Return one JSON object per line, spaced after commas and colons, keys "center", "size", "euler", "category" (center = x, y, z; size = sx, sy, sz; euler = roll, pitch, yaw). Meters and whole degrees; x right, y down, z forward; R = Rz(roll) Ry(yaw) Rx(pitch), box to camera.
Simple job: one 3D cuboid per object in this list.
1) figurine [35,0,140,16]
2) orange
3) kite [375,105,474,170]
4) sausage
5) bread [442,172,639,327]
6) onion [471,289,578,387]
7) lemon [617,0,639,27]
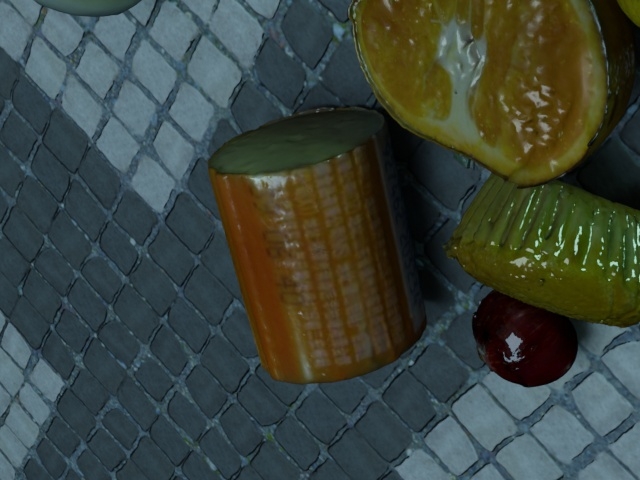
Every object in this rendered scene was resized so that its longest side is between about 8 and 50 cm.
{"center": [-0.274, -0.483, 1.683], "size": [0.394, 0.226, 0.275], "euler": [-58, 44, 38], "category": "figurine"}
{"center": [0.184, -0.200, 1.372], "size": [0.310, 0.274, 0.274], "euler": [-118, 18, -64], "category": "orange"}
{"center": [0.113, -0.174, 1.621], "size": [0.250, 0.012, 0.229], "euler": [-34, 89, 48], "category": "kite"}
{"center": [0.000, 0.000, 1.661], "size": [0.233, 0.233, 0.287], "euler": [8, 122, 38], "category": "sausage"}
{"center": [0.264, 0.010, 1.467], "size": [0.240, 0.240, 0.139], "euler": [22, 88, 31], "category": "bread"}
{"center": [0.243, 0.109, 1.590], "size": [0.131, 0.131, 0.131], "euler": [21, 126, 31], "category": "onion"}
{"center": [0.359, -0.250, 1.219], "size": [0.207, 0.170, 0.170], "euler": [16, 123, 34], "category": "lemon"}
